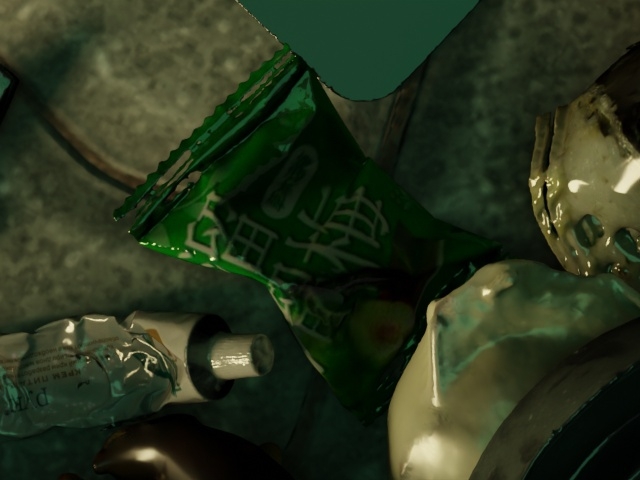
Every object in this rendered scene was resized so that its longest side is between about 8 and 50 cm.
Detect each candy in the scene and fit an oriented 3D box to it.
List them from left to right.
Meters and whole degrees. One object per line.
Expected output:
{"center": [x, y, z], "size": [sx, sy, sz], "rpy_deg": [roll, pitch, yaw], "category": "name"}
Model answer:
{"center": [-0.002, 0.001, 1.102], "size": [0.203, 0.078, 0.141], "rpy_deg": [43, 75, -8], "category": "candy"}

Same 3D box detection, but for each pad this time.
{"center": [0.054, -0.230, 1.134], "size": [0.181, 0.004, 0.267], "rpy_deg": [44, 91, 1], "category": "pad"}

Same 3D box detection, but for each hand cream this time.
{"center": [-0.147, 0.082, 1.113], "size": [0.257, 0.050, 0.084], "rpy_deg": [-12, 95, 20], "category": "hand cream"}

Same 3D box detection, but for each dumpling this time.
{"center": [0.133, 0.124, 1.059], "size": [0.193, 0.147, 0.258], "rpy_deg": [5, 119, 0], "category": "dumpling"}

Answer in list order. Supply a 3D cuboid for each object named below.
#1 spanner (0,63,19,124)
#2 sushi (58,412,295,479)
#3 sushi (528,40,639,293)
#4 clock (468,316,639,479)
{"center": [-0.299, 0.016, 1.130], "size": [0.095, 0.040, 0.325], "rpy_deg": [43, 93, 0], "category": "spanner"}
{"center": [-0.069, 0.227, 1.062], "size": [0.200, 0.204, 0.213], "rpy_deg": [-20, 130, -22], "category": "sushi"}
{"center": [0.215, 0.031, 1.089], "size": [0.109, 0.134, 0.273], "rpy_deg": [-27, 108, 17], "category": "sushi"}
{"center": [0.214, 0.186, 0.994], "size": [0.318, 0.066, 0.319], "rpy_deg": [-4, 104, -18], "category": "clock"}
